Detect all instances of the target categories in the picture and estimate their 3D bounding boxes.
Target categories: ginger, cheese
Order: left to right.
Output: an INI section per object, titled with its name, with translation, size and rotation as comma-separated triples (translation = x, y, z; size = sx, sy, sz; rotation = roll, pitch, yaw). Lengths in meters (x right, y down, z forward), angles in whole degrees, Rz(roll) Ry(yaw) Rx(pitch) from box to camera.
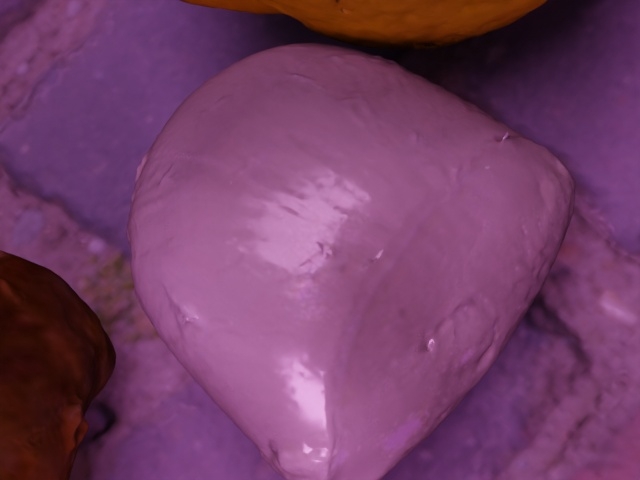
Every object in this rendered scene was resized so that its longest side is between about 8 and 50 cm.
[ginger]
translation = -0.198, 0.155, 0.933
size = 0.165, 0.172, 0.321
rotation = -12, 63, 51
[cheese]
translation = 0.000, 0.000, 0.951
size = 0.189, 0.154, 0.198
rotation = 35, 81, 28

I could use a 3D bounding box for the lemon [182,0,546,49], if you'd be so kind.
[lemon]
translation = 0.042, -0.258, 0.958
size = 0.336, 0.336, 0.336
rotation = -5, 68, 11
